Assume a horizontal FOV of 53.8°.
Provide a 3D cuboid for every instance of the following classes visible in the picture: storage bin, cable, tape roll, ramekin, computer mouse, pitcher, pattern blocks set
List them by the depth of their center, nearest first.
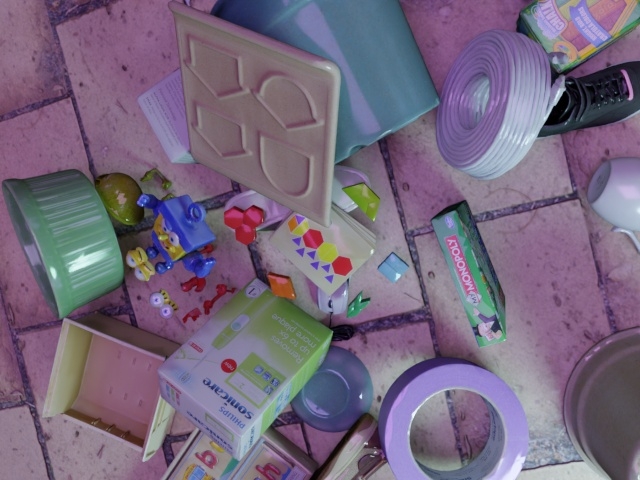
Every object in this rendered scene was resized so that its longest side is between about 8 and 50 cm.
[{"bbox_3d":[0.294,-0.235,1.105,0.089,0.257,0.257,8,116,-20],"label":"cable"},{"bbox_3d":[0.582,-0.047,1.128,0.207,0.125,0.178,20,116,0],"label":"pitcher"},{"bbox_3d":[0.253,0.368,1.218,0.274,0.090,0.275,0,90,-3],"label":"tape roll"},{"bbox_3d":[0.000,0.000,1.234,0.285,0.026,0.325,-37,98,14],"label":"pattern blocks set"},{"bbox_3d":[0.022,0.118,1.316,0.105,0.042,0.193,6,97,15],"label":"computer mouse"},{"bbox_3d":[-0.532,-0.002,1.319,0.148,0.303,0.304,-23,90,-29],"label":"ramekin"},{"bbox_3d":[-0.458,0.325,1.417,0.262,0.123,0.261,18,99,11],"label":"storage bin"}]

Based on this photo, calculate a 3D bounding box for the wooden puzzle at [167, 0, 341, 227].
[{"bbox_3d":[-0.098,-0.213,1.069,0.322,0.080,0.348,28,144,23],"label":"wooden puzzle"}]

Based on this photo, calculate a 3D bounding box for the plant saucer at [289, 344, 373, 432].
[{"bbox_3d":[0.014,0.321,1.342,0.194,0.037,0.195,2,97,15],"label":"plant saucer"}]

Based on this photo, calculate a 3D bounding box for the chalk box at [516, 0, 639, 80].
[{"bbox_3d":[0.432,-0.372,1.116,0.213,0.132,0.132,-34,86,15],"label":"chalk box"}]

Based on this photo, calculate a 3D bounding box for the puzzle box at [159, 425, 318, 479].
[{"bbox_3d":[-0.224,0.574,1.421,0.272,0.052,0.409,35,103,9],"label":"puzzle box"}]

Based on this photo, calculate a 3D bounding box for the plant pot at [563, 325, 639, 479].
[{"bbox_3d":[0.603,0.341,1.057,0.333,0.305,0.334,2,96,14],"label":"plant pot"}]

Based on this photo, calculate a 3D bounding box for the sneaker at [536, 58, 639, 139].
[{"bbox_3d":[0.479,-0.250,1.110,0.295,0.147,0.105,-17,90,14],"label":"sneaker"}]

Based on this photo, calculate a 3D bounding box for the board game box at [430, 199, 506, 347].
[{"bbox_3d":[0.266,0.041,1.104,0.046,0.317,0.214,-21,90,17],"label":"board game box"}]

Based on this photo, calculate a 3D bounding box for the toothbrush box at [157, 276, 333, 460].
[{"bbox_3d":[-0.142,0.241,1.232,0.206,0.283,0.122,34,144,18],"label":"toothbrush box"}]

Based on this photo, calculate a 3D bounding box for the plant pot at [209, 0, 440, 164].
[{"bbox_3d":[0.029,-0.330,1.139,0.341,0.341,0.334,-27,97,15],"label":"plant pot"}]

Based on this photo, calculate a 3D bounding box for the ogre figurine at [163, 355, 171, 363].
[{"bbox_3d":[-0.239,0.280,1.348,0.096,0.197,0.118,30,122,31],"label":"ogre figurine"}]

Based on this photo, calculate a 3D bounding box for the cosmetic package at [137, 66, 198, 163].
[{"bbox_3d":[-0.236,-0.265,1.286,0.183,0.151,0.152,-30,88,14],"label":"cosmetic package"}]

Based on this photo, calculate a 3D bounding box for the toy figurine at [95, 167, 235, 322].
[{"bbox_3d":[-0.277,-0.042,1.256,0.363,0.191,0.217,58,138,8],"label":"toy figurine"}]

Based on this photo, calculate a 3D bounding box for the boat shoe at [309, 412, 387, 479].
[{"bbox_3d":[0.044,0.523,1.316,0.123,0.123,0.342,36,100,5],"label":"boat shoe"}]

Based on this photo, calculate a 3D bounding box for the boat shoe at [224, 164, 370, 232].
[{"bbox_3d":[-0.043,-0.082,1.288,0.304,0.091,0.109,-13,87,12],"label":"boat shoe"}]
